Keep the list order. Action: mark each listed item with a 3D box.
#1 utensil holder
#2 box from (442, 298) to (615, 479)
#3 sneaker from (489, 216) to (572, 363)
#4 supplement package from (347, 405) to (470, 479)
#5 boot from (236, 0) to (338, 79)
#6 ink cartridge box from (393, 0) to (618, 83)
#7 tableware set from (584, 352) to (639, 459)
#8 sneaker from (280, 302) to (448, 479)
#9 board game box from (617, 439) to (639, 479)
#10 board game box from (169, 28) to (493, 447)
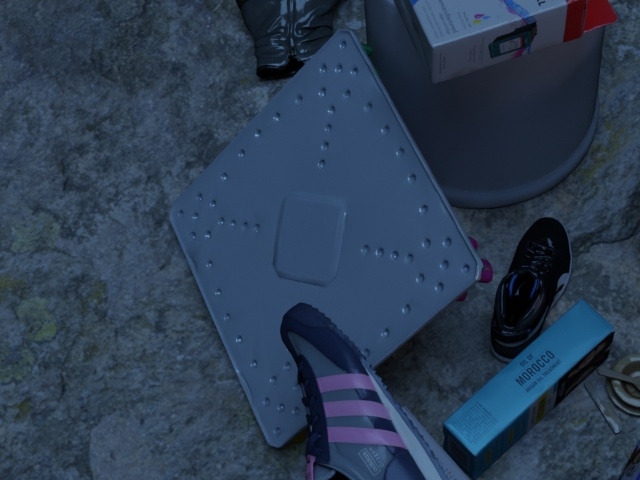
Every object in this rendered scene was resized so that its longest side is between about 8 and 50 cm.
[{"bbox_3d":[0.216,-0.273,1.895,0.327,0.385,0.328,-2,62,4],"label":"utensil holder"},{"bbox_3d":[0.260,0.187,1.804,0.244,0.100,0.060,-40,66,-14],"label":"box"},{"bbox_3d":[0.279,0.044,1.866,0.079,0.121,0.217,16,64,13],"label":"sneaker"},{"bbox_3d":[0.107,0.377,1.660,0.199,0.198,0.263,-36,64,-15],"label":"supplement package"},{"bbox_3d":[0.005,-0.332,2.133,0.246,0.083,0.161,-21,68,1],"label":"boot"},{"bbox_3d":[0.211,-0.281,1.637,0.231,0.078,0.134,-19,62,-5],"label":"ink cartridge box"},{"bbox_3d":[0.430,0.219,1.802,0.128,0.039,0.194,-26,62,-8],"label":"tableware set"},{"bbox_3d":[0.019,0.208,1.586,0.131,0.112,0.319,-29,59,-14],"label":"sneaker"},{"bbox_3d":[0.426,0.426,1.592,0.318,0.066,0.319,37,61,-1],"label":"board game box"},{"bbox_3d":[0.000,0.000,1.829,0.390,0.050,0.390,-43,58,29],"label":"board game box"}]
